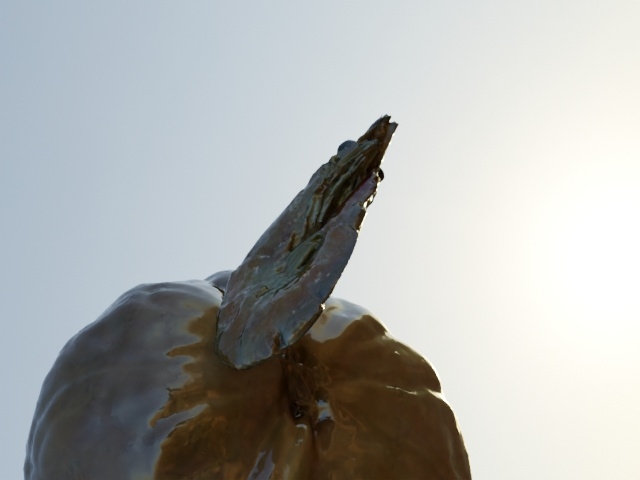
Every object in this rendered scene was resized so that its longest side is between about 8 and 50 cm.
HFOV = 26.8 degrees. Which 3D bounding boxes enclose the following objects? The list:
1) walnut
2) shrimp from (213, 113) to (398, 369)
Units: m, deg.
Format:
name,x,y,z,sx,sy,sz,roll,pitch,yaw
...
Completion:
name,x,y,z,sx,sy,sz,roll,pitch,yaw
walnut,-0.049,0.163,0.898,0.285,0.296,0.285,-174,90,-72
shrimp,0.000,0.000,0.789,0.042,0.101,0.190,45,-119,-25
